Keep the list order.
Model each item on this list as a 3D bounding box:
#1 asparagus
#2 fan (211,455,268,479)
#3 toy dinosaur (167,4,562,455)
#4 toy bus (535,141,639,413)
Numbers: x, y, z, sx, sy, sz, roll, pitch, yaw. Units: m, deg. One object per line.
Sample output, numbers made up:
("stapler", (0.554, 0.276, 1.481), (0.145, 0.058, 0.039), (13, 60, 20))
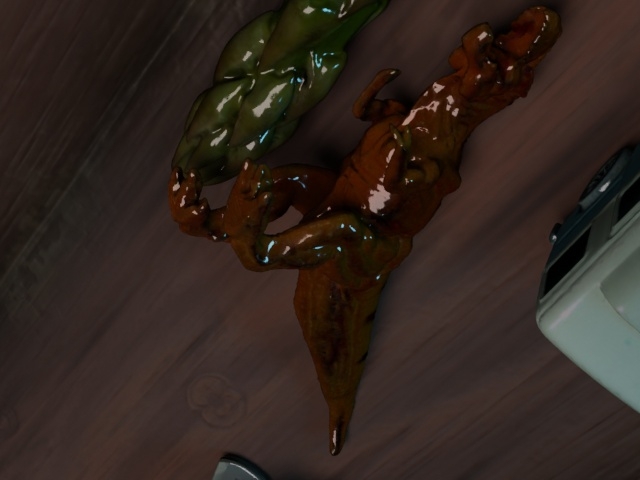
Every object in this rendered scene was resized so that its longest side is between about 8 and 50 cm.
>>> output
("asparagus", (-0.024, -0.121, 0.718), (0.080, 0.080, 0.287), (45, 123, -3))
("fan", (-0.120, 0.306, 1.034), (0.057, 0.023, 0.282), (33, 124, 4))
("toy dinosaur", (0.000, 0.000, 0.737), (0.208, 0.097, 0.432), (6, 134, -27))
("toy bus", (0.245, -0.027, 0.584), (0.133, 0.165, 0.271), (38, 126, 2))
